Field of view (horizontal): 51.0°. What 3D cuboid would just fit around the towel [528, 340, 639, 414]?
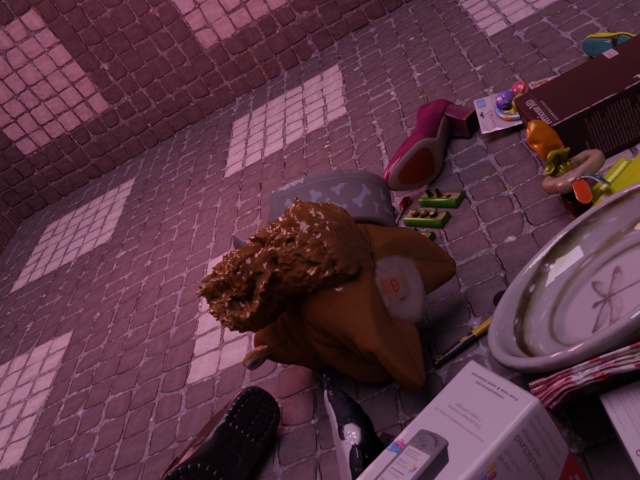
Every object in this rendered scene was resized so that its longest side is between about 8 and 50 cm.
[{"bbox_3d":[0.440,0.153,0.871,0.329,0.237,0.037,-25,67,15],"label":"towel"}]

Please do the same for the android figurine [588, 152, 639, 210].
[{"bbox_3d":[0.574,-0.058,1.142,0.273,0.056,0.248,-51,40,0],"label":"android figurine"}]

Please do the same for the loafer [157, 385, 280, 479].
[{"bbox_3d":[-0.207,0.429,1.206,0.366,0.134,0.130,-45,1,-36],"label":"loafer"}]

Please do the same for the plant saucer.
[{"bbox_3d":[0.431,0.067,0.992,0.400,0.100,0.400,-45,6,6],"label":"plant saucer"}]

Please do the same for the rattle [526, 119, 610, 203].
[{"bbox_3d":[0.454,-0.155,1.244,0.130,0.142,0.200,-14,12,24],"label":"rattle"}]

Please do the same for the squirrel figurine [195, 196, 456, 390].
[{"bbox_3d":[-0.022,0.105,1.216,0.370,0.397,0.281,-23,40,45],"label":"squirrel figurine"}]

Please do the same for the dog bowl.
[{"bbox_3d":[0.000,0.000,1.380,0.349,0.349,0.102,-27,62,12],"label":"dog bowl"}]

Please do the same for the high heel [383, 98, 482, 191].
[{"bbox_3d":[0.238,-0.242,1.706,0.181,0.127,0.377,17,42,42],"label":"high heel"}]

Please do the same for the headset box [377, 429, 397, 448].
[{"bbox_3d":[0.110,0.347,1.078,0.083,0.032,0.062,6,49,47],"label":"headset box"}]

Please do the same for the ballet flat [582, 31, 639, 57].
[{"bbox_3d":[0.732,-0.470,1.613,0.077,0.077,0.231,-21,26,-11],"label":"ballet flat"}]

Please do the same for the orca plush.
[{"bbox_3d":[0.078,0.335,1.042,0.102,0.151,0.287,-3,28,-12],"label":"orca plush"}]

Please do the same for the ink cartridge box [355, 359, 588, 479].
[{"bbox_3d":[0.170,0.341,0.834,0.306,0.226,0.131,-44,30,-14],"label":"ink cartridge box"}]

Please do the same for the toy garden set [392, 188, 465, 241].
[{"bbox_3d":[0.185,-0.042,1.548,0.204,0.049,0.244,6,48,48],"label":"toy garden set"}]

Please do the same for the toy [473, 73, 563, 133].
[{"bbox_3d":[0.499,-0.352,1.638,0.237,0.056,0.136,-12,45,13],"label":"toy"}]

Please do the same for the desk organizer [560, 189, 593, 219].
[{"bbox_3d":[0.531,-0.093,1.281,0.130,0.050,0.047,-31,30,6],"label":"desk organizer"}]

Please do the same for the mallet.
[{"bbox_3d":[0.279,0.165,1.178,0.190,0.039,0.062,-42,27,-5],"label":"mallet"}]

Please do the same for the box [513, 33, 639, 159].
[{"bbox_3d":[0.626,-0.303,1.406,0.381,0.143,0.191,-28,30,14],"label":"box"}]

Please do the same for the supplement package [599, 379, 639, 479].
[{"bbox_3d":[0.484,0.223,0.782,0.244,0.139,0.134,-25,32,13],"label":"supplement package"}]
